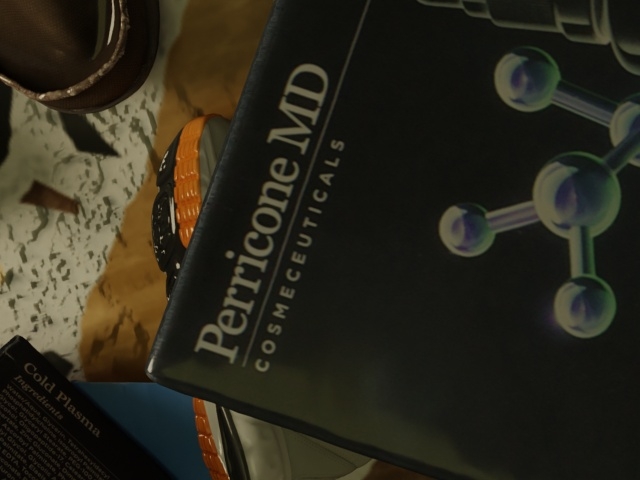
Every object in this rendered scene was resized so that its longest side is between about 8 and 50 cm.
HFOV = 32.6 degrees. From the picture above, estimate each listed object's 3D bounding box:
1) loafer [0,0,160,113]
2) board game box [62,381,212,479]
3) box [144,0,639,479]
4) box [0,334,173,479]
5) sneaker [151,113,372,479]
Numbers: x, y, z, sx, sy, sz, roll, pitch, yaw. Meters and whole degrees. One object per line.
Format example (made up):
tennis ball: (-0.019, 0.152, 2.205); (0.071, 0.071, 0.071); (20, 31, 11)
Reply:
loafer: (-0.220, -0.230, 0.617); (0.134, 0.130, 0.365); (-25, 105, 14)
board game box: (-0.126, 0.153, 0.798); (0.169, 0.033, 0.133); (-1, 114, 13)
box: (0.152, -0.009, 0.560); (0.396, 0.212, 0.293); (18, 85, 0)
box: (-0.295, 0.280, 0.698); (0.343, 0.312, 0.179); (-39, 102, 24)
sneaker: (-0.032, 0.043, 0.726); (0.121, 0.099, 0.262); (-13, 95, -26)
